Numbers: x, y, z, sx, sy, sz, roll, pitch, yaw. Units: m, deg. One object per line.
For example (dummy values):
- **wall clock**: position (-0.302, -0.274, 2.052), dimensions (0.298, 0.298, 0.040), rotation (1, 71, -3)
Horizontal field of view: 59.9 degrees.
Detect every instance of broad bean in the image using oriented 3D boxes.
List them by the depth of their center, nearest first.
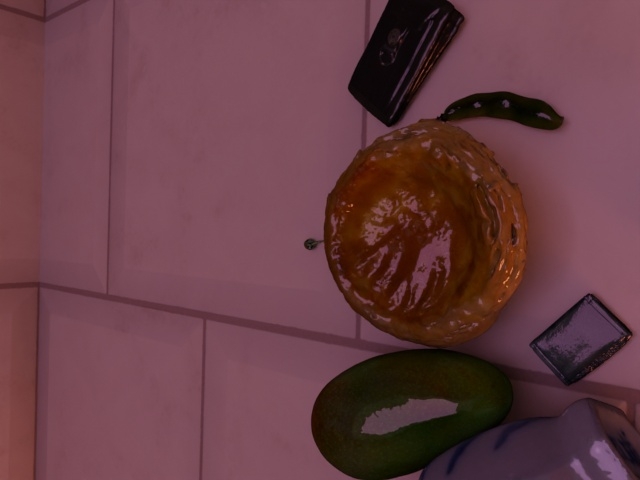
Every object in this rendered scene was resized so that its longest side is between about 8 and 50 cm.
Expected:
- **broad bean**: position (0.295, -0.216, 0.937), dimensions (0.227, 0.039, 0.069), rotation (7, 88, 41)

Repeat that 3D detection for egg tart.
- **egg tart**: position (0.181, -0.013, 0.950), dimensions (0.388, 0.169, 0.388), rotation (3, 95, 41)

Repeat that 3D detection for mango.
- **mango**: position (0.142, 0.288, 0.938), dimensions (0.382, 0.225, 0.201), rotation (-25, 70, 36)

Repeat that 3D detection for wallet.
- **wallet**: position (0.399, 0.154, 0.852), dimensions (0.088, 0.026, 0.129), rotation (51, 119, 24)
- **wallet**: position (0.147, -0.357, 1.060), dimensions (0.168, 0.052, 0.245), rotation (50, 122, 33)

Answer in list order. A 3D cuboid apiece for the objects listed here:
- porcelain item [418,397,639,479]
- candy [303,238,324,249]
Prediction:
- **porcelain item**: position (0.278, 0.391, 0.819), dimensions (0.405, 0.242, 0.178), rotation (-44, 41, 25)
- **candy**: position (0.000, 0.000, 1.199), dimensions (0.083, 0.025, 0.023), rotation (-20, 105, 30)
